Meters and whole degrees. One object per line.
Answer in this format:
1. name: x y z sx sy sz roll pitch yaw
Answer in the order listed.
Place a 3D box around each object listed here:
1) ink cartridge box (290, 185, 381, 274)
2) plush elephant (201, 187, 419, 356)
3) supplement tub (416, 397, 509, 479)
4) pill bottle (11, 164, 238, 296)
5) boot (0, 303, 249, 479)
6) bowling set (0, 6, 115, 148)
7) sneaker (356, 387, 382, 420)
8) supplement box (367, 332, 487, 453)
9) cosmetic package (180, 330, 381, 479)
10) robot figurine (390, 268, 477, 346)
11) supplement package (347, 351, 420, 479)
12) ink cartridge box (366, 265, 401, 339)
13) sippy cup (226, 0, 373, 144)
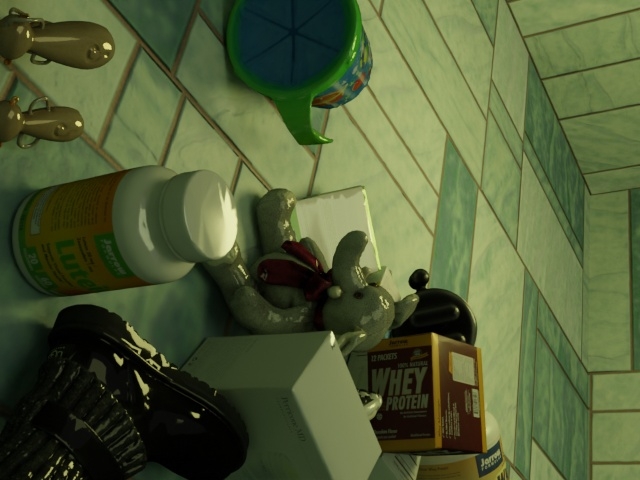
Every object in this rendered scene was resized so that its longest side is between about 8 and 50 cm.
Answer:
1. ink cartridge box: 0.000 0.000 1.615 0.235 0.056 0.171 -14 95 -37
2. plush elephant: 0.002 0.086 1.378 0.272 0.255 0.330 -33 112 -60
3. supplement tub: 0.269 0.475 1.792 0.228 0.228 0.316 -24 104 -60
4. pill bottle: -0.224 -0.013 1.012 0.136 0.245 0.136 24 62 -57
5. boot: -0.236 0.270 1.031 0.348 0.131 0.260 46 37 -32
6. bowling set: -0.340 -0.263 0.996 0.154 0.200 0.287 -9 133 -57
7. sneaker: 0.028 0.293 1.429 0.292 0.110 0.118 126 -22 -79
8. supplement box: 0.186 0.274 1.519 0.194 0.129 0.191 22 62 -51
9. cosmetic package: -0.064 0.260 1.248 0.138 0.224 0.224 -53 127 -50
10. robot figurine: 0.226 0.186 1.793 0.209 0.173 0.278 -63 176 -4
11. supplement package: 0.113 0.338 1.638 0.134 0.139 0.244 56 40 -35
12. ink cartridge box: 0.093 0.121 1.707 0.090 0.092 0.143 64 34 -31
13. sippy cup: -0.014 -0.335 1.523 0.305 0.240 0.224 -58 161 6
